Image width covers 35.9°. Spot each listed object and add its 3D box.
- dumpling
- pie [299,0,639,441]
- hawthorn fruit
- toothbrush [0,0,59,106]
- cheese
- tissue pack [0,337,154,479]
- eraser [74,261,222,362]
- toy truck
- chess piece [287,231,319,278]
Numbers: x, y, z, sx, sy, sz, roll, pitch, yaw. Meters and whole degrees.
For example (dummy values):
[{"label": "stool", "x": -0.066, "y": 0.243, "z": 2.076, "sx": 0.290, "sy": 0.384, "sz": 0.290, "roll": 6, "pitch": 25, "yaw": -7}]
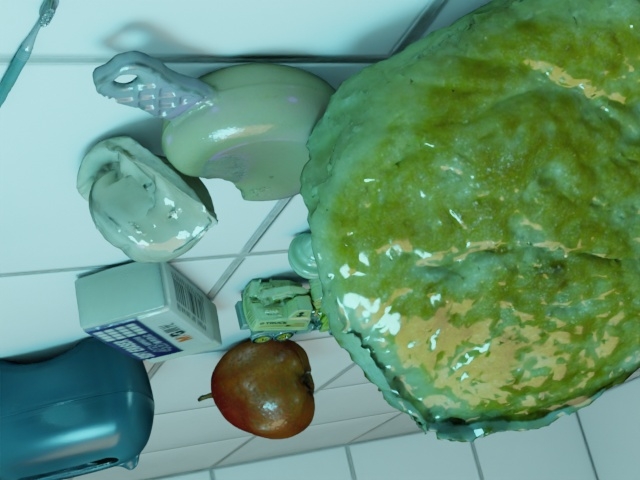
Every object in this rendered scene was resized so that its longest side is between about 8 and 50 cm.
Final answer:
[{"label": "dumpling", "x": -0.179, "y": -0.040, "z": 0.975, "sx": 0.136, "sy": 0.118, "sz": 0.199, "roll": 43, "pitch": 148, "yaw": -20}, {"label": "pie", "x": 0.176, "y": -0.027, "z": 0.918, "sx": 0.395, "sy": 0.418, "sz": 0.180, "roll": -19, "pitch": -155, "yaw": -4}, {"label": "hawthorn fruit", "x": -0.121, "y": 0.273, "z": 1.803, "sx": 0.226, "sy": 0.196, "sz": 0.196, "roll": -9, "pitch": 163, "yaw": 16}, {"label": "toothbrush", "x": -0.239, "y": -0.144, "z": 0.788, "sx": 0.011, "sy": 0.014, "sz": 0.167, "roll": 18, "pitch": 148, "yaw": -27}, {"label": "cheese", "x": -0.089, "y": -0.111, "z": 0.893, "sx": 0.163, "sy": 0.082, "sz": 0.286, "roll": -27, "pitch": 154, "yaw": 31}, {"label": "tissue pack", "x": -0.417, "y": 0.284, "z": 1.594, "sx": 0.288, "sy": 0.206, "sz": 0.198, "roll": -14, "pitch": 160, "yaw": -3}, {"label": "eraser", "x": -0.235, "y": 0.106, "z": 1.397, "sx": 0.124, "sy": 0.081, "sz": 0.279, "roll": -15, "pitch": 161, "yaw": 6}, {"label": "toy truck", "x": -0.028, "y": 0.092, "z": 1.502, "sx": 0.191, "sy": 0.085, "sz": 0.116, "roll": -3, "pitch": 154, "yaw": -22}, {"label": "chess piece", "x": 0.000, "y": 0.000, "z": 1.294, "sx": 0.067, "sy": 0.067, "sz": 0.103, "roll": -5, "pitch": 151, "yaw": -22}]
